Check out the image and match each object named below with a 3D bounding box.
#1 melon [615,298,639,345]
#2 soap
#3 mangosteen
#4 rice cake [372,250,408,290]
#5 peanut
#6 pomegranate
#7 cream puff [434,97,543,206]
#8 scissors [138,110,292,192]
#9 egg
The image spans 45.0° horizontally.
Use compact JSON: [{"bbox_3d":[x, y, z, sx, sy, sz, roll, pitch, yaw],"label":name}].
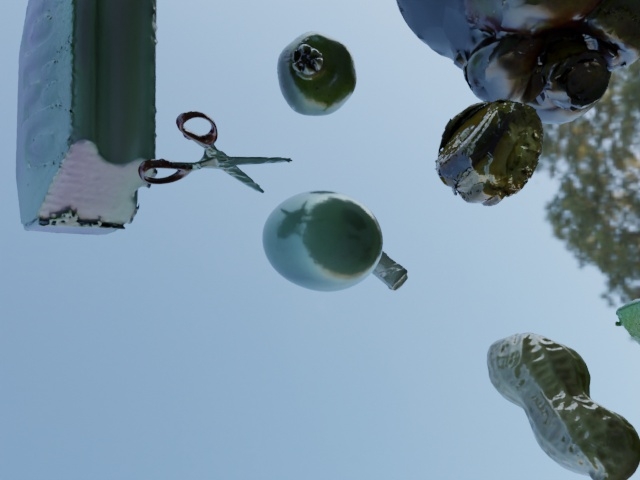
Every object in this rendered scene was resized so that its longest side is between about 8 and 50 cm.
[{"bbox_3d":[0.572,0.189,1.097,0.124,0.323,0.196,-32,-35,-3],"label":"melon"},{"bbox_3d":[-0.389,-0.239,1.275,0.156,0.261,0.446,4,-98,-41],"label":"soap"},{"bbox_3d":[0.303,-0.381,1.085,0.381,0.381,0.421,-25,-105,-43],"label":"mangosteen"},{"bbox_3d":[0.106,0.030,1.763,0.057,0.256,0.052,-50,-43,2],"label":"rice cake"},{"bbox_3d":[0.365,0.246,1.166,0.136,0.298,0.120,-44,-50,10],"label":"peanut"},{"bbox_3d":[-0.007,-0.349,1.649,0.210,0.179,0.179,-97,-18,-65],"label":"pomegranate"},{"bbox_3d":[0.195,-0.101,0.872,0.104,0.133,0.119,40,-149,-14],"label":"cream puff"},{"bbox_3d":[-0.150,-0.121,1.194,0.247,0.144,0.017,11,-138,-49],"label":"scissors"},{"bbox_3d":[0.000,0.000,1.281,0.168,0.231,0.168,-6,-82,-45],"label":"egg"}]
